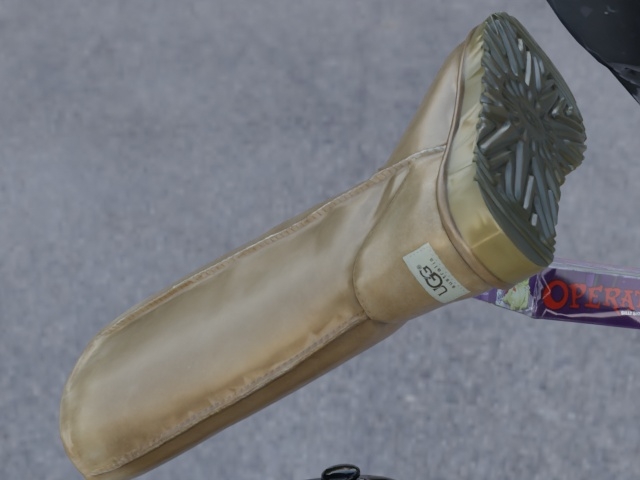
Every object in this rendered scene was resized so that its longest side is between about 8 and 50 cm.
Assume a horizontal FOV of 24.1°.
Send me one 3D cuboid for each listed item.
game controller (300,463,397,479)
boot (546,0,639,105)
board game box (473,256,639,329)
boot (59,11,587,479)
[{"bbox_3d":[-0.022,0.176,0.652,0.166,0.067,0.319,1,11,-4],"label":"game controller"},{"bbox_3d":[0.233,-0.096,0.362,0.146,0.367,0.445,-45,48,-14],"label":"boot"},{"bbox_3d":[0.303,0.051,1.284,0.346,0.056,0.208,7,-1,-15],"label":"board game box"},{"bbox_3d":[0.000,0.000,0.803,0.269,0.089,0.236,-30,15,28],"label":"boot"}]
